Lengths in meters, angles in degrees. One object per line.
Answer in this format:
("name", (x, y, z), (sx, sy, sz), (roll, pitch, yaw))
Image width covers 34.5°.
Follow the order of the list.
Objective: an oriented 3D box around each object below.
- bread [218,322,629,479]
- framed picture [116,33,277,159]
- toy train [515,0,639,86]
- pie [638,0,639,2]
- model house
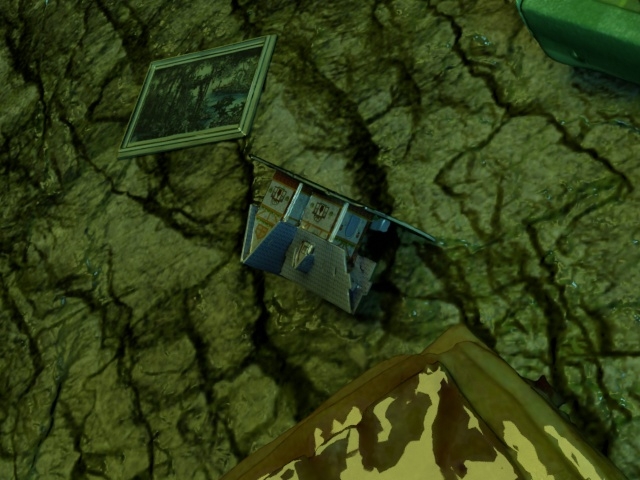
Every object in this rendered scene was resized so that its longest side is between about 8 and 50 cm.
("bread", (0.075, 0.274, 0.568), (0.314, 0.191, 0.370), (-34, 58, 2))
("framed picture", (-0.140, -0.161, 1.148), (0.183, 0.011, 0.142), (-6, 56, 32))
("toy train", (0.308, -0.194, 0.771), (0.301, 0.120, 0.202), (34, 95, 44))
("pie", (0.287, -0.222, 0.688), (0.187, 0.041, 0.187), (-16, 64, 36))
("model house", (0.000, 0.000, 0.881), (0.167, 0.117, 0.088), (26, 92, 42))
